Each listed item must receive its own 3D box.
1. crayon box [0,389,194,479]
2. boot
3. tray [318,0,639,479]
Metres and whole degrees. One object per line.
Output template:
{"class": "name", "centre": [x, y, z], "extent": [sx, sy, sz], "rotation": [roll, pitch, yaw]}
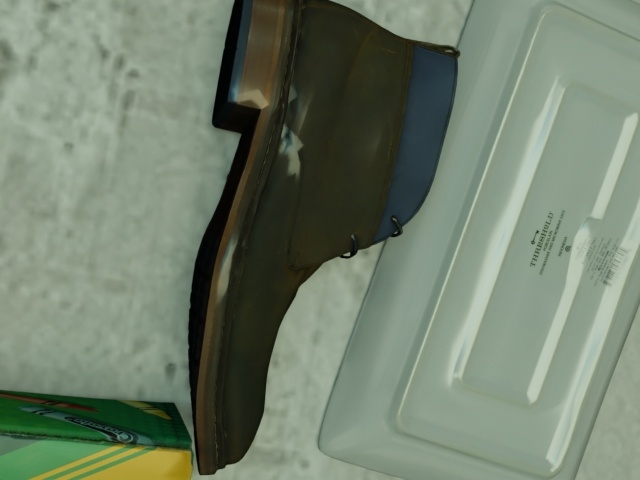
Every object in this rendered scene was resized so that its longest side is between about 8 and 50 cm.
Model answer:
{"class": "crayon box", "centre": [-0.158, 0.204, 0.444], "extent": [0.165, 0.081, 0.278], "rotation": [8, 93, -15]}
{"class": "boot", "centre": [0.000, 0.000, 0.466], "extent": [0.106, 0.082, 0.219], "rotation": [8, 91, -12]}
{"class": "tray", "centre": [0.109, 0.002, 0.520], "extent": [0.145, 0.030, 0.270], "rotation": [20, 90, -16]}
